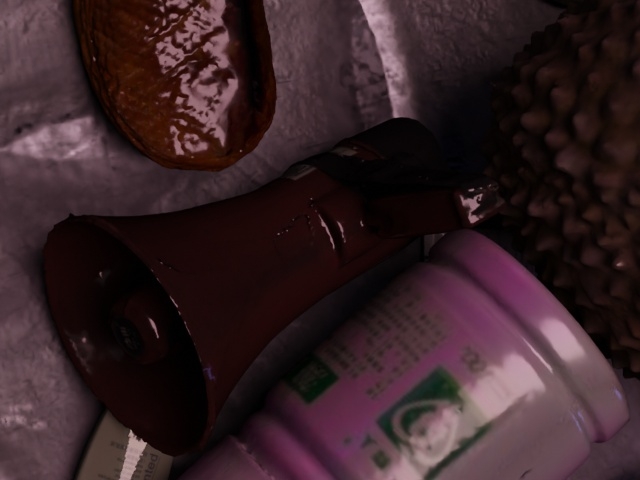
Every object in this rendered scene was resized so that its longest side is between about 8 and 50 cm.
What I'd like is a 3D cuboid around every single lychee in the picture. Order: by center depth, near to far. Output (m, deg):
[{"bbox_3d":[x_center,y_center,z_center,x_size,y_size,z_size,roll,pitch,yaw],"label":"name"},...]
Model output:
[{"bbox_3d":[0.329,-0.043,1.348,0.380,0.432,0.380,-33,131,-48],"label":"lychee"}]

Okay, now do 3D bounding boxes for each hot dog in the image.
[{"bbox_3d":[-0.107,-0.166,1.374,0.160,0.099,0.227,-8,94,-25],"label":"hot dog"}]

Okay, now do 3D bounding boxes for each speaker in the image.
[{"bbox_3d":[-0.021,-0.012,1.318,0.329,0.259,0.198,-32,78,-27],"label":"speaker"}]

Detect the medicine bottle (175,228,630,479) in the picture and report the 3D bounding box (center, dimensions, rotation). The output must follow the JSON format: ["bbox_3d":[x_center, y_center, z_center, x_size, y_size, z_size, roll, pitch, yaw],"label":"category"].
[{"bbox_3d":[0.057,0.167,1.356,0.325,0.212,0.212,-42,107,-6],"label":"medicine bottle"}]

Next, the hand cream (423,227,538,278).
[{"bbox_3d":[0.179,0.017,1.544,0.194,0.042,0.067,1,97,-20],"label":"hand cream"}]

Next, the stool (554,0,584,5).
[{"bbox_3d":[0.243,-0.398,1.476,0.310,0.226,0.310,34,76,-23],"label":"stool"}]

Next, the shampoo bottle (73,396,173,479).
[{"bbox_3d":[-0.169,0.230,1.367,0.072,0.049,0.212,18,82,-19],"label":"shampoo bottle"}]
